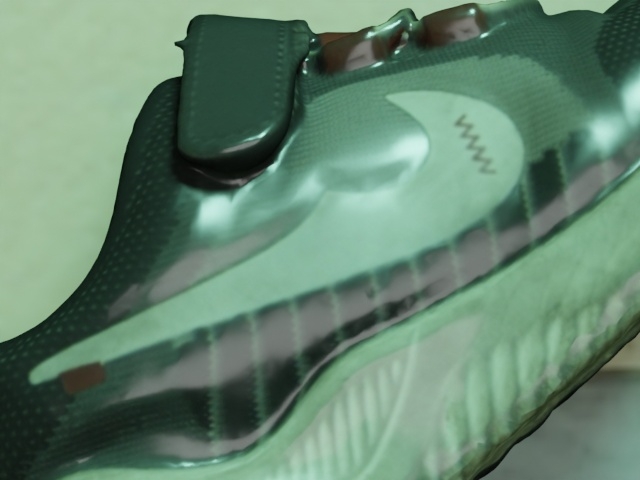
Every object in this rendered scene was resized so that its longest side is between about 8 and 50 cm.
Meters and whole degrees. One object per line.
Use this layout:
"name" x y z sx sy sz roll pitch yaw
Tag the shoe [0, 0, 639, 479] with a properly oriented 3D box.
"shoe" 0.000 0.000 0.358 0.112 0.099 0.227 45 78 5
